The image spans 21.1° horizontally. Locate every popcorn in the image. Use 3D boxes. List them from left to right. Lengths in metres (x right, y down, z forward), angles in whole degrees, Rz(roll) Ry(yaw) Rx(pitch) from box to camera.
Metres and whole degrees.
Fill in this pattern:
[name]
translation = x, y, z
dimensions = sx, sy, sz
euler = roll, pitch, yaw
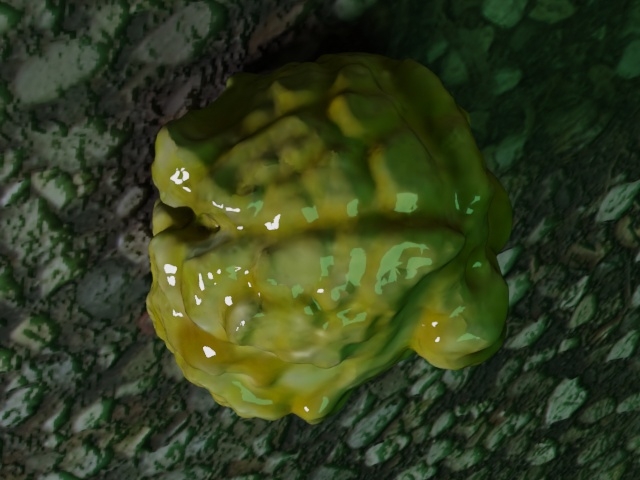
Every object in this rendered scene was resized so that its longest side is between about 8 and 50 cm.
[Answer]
[popcorn]
translation = 0.000, 0.000, 1.052
dimensions = 0.255, 0.195, 0.256
euler = 15, 122, -35
